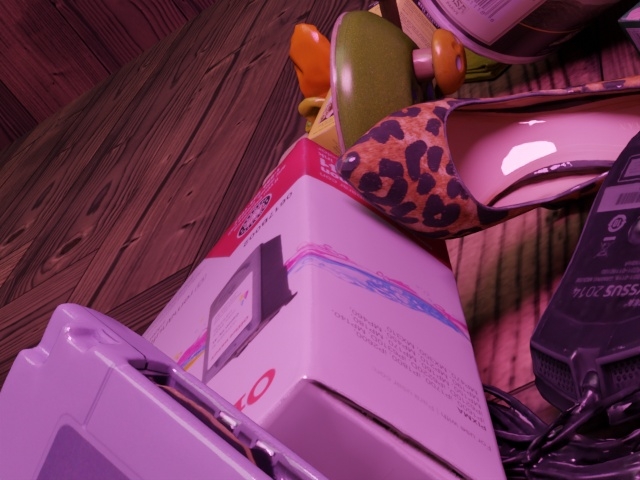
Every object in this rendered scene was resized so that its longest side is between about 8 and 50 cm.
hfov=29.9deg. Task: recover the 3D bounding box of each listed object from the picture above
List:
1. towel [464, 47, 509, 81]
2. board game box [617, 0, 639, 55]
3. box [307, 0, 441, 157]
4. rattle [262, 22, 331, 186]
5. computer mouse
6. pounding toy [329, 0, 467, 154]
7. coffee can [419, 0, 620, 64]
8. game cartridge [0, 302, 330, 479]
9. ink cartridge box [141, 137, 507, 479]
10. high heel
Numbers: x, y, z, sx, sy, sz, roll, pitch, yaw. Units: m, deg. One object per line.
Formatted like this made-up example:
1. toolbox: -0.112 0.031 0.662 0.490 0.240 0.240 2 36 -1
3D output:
1. towel: 0.151 -0.207 1.296 0.102 0.021 0.237 -45 21 -15
2. board game box: 0.383 -0.207 0.855 0.213 0.046 0.317 -40 20 -8
3. box: 0.064 -0.154 1.203 0.058 0.087 0.232 -25 31 39
4. rattle: -0.031 -0.107 1.231 0.200 0.142 0.130 -40 37 -23
5. computer mouse: 0.182 0.034 0.656 0.272 0.072 0.188 -57 23 -17
6. pounding toy: 0.089 -0.133 1.030 0.110 0.183 0.237 -7 52 18
7. coffee can: 0.221 -0.299 1.017 0.201 0.201 0.275 -51 9 -32
8. game cartridge: -0.054 0.177 0.488 0.294 0.060 0.196 32 97 36
9. ink cartridge box: -0.027 0.103 0.694 0.226 0.131 0.306 -49 15 18
10. high heel: 0.148 -0.069 0.738 0.261 0.093 0.186 -2 -17 -44
